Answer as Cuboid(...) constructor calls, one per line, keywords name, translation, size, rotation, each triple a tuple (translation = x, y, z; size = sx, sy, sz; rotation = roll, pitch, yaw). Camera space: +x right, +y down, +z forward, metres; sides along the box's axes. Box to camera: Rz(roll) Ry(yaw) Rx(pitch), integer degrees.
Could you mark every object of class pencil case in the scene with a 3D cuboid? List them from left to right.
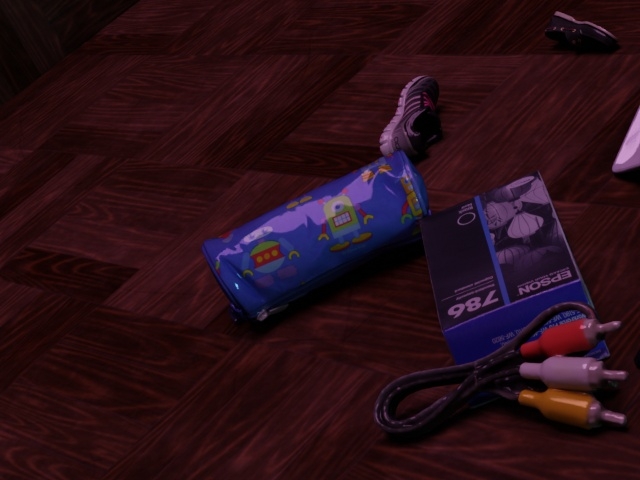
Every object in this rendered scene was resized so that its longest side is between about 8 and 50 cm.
Cuboid(name="pencil case", translation=(0.000, 0.000, 1.782), size=(0.306, 0.119, 0.133), rotation=(-26, 67, 2))

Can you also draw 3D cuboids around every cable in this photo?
Cuboid(name="cable", translation=(0.180, 0.131, 1.425), size=(0.287, 0.072, 0.139), rotation=(-7, 69, 26))

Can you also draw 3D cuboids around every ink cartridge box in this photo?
Cuboid(name="ink cartridge box", translation=(0.212, 0.046, 1.583), size=(0.165, 0.065, 0.333), rotation=(-22, 29, 9))

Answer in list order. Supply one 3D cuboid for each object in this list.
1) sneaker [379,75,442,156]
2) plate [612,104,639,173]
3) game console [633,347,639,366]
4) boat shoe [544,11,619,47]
Cuboid(name="sneaker", translation=(0.149, -0.178, 2.015), size=(0.075, 0.063, 0.170), rotation=(-6, 40, 36))
Cuboid(name="plate", translation=(0.465, -0.203, 1.618), size=(0.278, 0.045, 0.277), rotation=(-63, 10, -8))
Cuboid(name="game console", translation=(0.388, 0.065, 1.377), size=(0.085, 0.124, 0.144), rotation=(-16, 15, -42))
Cuboid(name="boat shoe", translation=(0.383, -0.300, 2.036), size=(0.133, 0.049, 0.042), rotation=(30, 90, 51))
